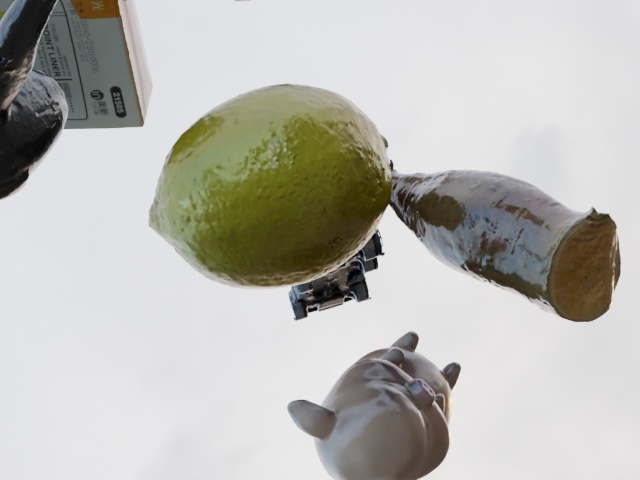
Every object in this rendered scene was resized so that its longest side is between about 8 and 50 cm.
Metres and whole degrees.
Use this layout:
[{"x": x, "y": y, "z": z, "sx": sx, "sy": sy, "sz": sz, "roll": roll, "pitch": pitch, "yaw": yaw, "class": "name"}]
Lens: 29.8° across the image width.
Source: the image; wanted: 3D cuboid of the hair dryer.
[{"x": -0.285, "y": -0.129, "z": 0.970, "sx": 0.303, "sy": 0.120, "sz": 0.359, "roll": -41, "pitch": -6, "yaw": -47, "class": "hair dryer"}]

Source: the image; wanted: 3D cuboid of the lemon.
[{"x": -0.050, "y": -0.060, "z": 1.360, "sx": 0.263, "sy": 0.236, "sz": 0.236, "roll": -46, "pitch": -29, "yaw": -5, "class": "lemon"}]

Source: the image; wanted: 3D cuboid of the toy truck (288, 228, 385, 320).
[{"x": 0.000, "y": 0.000, "z": 1.677, "sx": 0.124, "sy": 0.155, "sz": 0.268, "roll": -16, "pitch": -20, "yaw": -9, "class": "toy truck"}]

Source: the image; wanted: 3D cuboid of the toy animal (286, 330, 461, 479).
[{"x": 0.069, "y": 0.202, "z": 1.356, "sx": 0.154, "sy": 0.166, "sz": 0.250, "roll": -61, "pitch": -11, "yaw": 16, "class": "toy animal"}]

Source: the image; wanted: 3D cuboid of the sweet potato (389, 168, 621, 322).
[{"x": 0.173, "y": -0.021, "z": 1.344, "sx": 0.131, "sy": 0.336, "sz": 0.131, "roll": -24, "pitch": -54, "yaw": -38, "class": "sweet potato"}]

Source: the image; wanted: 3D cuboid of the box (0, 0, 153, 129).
[{"x": -0.331, "y": -0.261, "z": 1.449, "sx": 0.220, "sy": 0.091, "sz": 0.274, "roll": -2, "pitch": -45, "yaw": 5, "class": "box"}]
